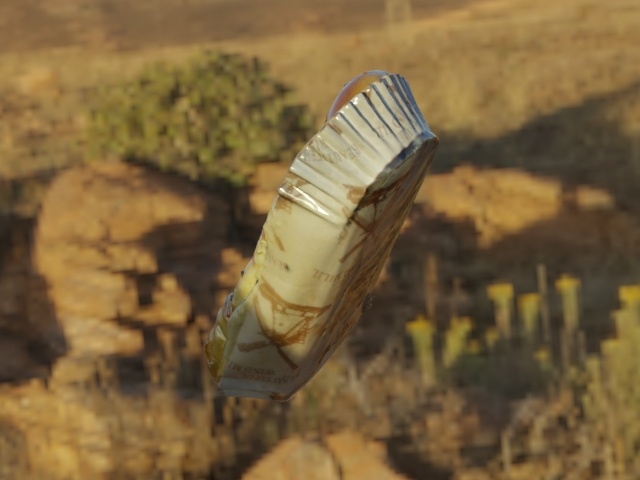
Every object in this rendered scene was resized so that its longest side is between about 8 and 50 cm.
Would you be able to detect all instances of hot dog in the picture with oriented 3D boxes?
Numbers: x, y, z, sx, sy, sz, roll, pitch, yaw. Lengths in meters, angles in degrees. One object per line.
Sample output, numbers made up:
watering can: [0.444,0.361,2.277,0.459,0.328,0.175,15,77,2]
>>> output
hot dog: [0.000,0.000,1.058,0.069,0.252,0.131,36,51,10]
